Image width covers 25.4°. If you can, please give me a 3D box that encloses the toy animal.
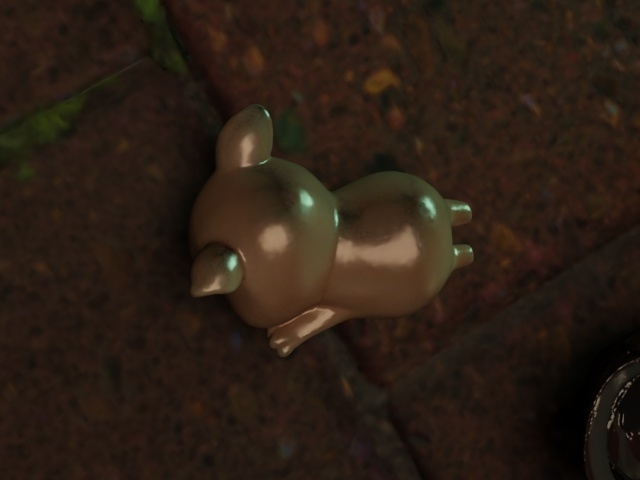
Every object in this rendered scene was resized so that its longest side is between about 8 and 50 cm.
[{"bbox_3d":[0.003,-0.003,0.655,0.150,0.083,0.089,2,133,-26],"label":"toy animal"}]

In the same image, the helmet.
[{"bbox_3d":[0.172,0.084,0.714,0.123,0.070,0.098,-18,105,-12],"label":"helmet"}]
